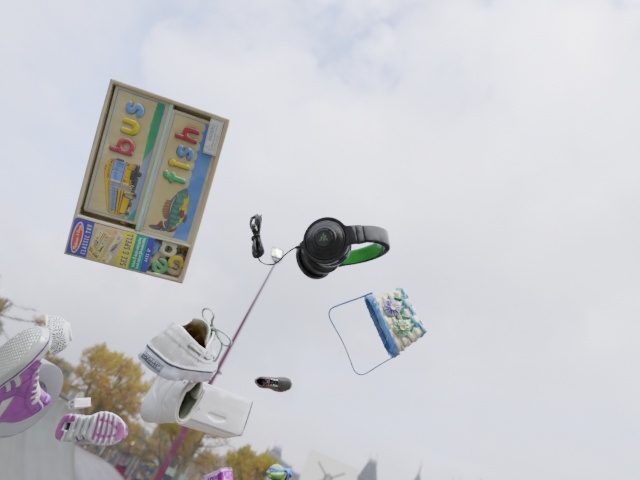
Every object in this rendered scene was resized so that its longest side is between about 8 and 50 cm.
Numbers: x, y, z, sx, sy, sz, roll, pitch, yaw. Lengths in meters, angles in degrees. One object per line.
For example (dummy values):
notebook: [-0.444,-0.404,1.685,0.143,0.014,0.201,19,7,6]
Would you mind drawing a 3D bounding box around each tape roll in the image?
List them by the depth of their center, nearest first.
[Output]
tape roll: [-0.853,0.435,1.236,0.072,0.219,0.219,21,-32,20]

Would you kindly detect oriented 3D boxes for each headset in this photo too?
headset: [0.000,0.000,1.248,0.394,0.185,0.243,-4,-18,-14]

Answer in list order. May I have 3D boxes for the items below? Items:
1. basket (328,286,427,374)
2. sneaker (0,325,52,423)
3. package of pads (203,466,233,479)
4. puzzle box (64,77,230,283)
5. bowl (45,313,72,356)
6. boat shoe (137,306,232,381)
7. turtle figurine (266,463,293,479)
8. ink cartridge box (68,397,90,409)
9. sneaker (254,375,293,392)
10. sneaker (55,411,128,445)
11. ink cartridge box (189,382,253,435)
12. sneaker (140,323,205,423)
basket: [0.199,0.298,1.536,0.255,0.288,0.201,63,0,13]
sneaker: [-0.690,0.323,1.033,0.161,0.282,0.102,39,10,-45]
package of pads: [-0.219,0.519,0.930,0.032,0.050,0.083,18,-43,-39]
puzzle box: [-0.395,-0.128,1.011,0.272,0.409,0.052,16,6,-12]
bowl: [-1.041,0.371,1.749,0.080,0.170,0.170,-8,-20,-29]
boat shoe: [-0.302,0.243,1.072,0.135,0.156,0.367,35,-11,14]
turtle figurine: [-0.198,0.809,1.278,0.274,0.266,0.197,14,-26,-43]
ink cartridge box: [-0.776,0.526,1.413,0.048,0.028,0.083,13,-29,-44]
sneaker: [-0.188,0.563,1.717,0.157,0.061,0.065,-4,-22,13]
sneaker: [-0.695,0.593,1.365,0.236,0.095,0.105,-3,-36,15]
ink cartridge box: [-0.405,0.639,1.629,0.226,0.131,0.306,25,-34,-13]
sneaker: [-0.383,0.378,1.256,0.169,0.293,0.108,-8,-37,31]
